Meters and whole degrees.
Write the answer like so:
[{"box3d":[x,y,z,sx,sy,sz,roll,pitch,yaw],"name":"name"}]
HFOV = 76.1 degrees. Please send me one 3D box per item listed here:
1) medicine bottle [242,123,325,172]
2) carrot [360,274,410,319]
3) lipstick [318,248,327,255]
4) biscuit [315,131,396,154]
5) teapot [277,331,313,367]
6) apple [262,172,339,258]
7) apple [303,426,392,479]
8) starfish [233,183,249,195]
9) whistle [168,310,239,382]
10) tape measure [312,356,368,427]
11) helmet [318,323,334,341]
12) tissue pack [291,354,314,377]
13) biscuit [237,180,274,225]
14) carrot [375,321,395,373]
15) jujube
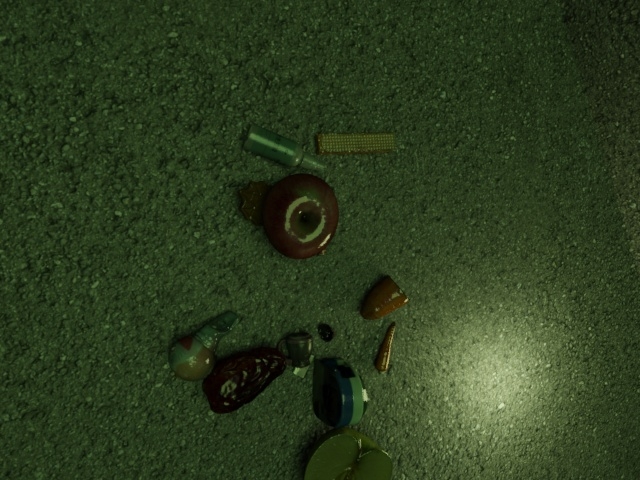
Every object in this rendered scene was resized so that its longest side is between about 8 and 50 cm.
[{"box3d":[-0.144,-0.372,1.719,0.352,0.110,0.110,20,85,-18],"name":"medicine bottle"},{"box3d":[0.284,0.286,1.882,0.225,0.159,0.159,-41,104,-3],"name":"carrot"},{"box3d":[0.000,0.000,1.820,0.039,0.038,0.130,-11,95,-19],"name":"lipstick"},{"box3d":[0.161,-0.442,1.851,0.379,0.054,0.094,-7,93,-19],"name":"biscuit"},{"box3d":[-0.102,0.477,1.758,0.148,0.116,0.145,-5,90,-17],"name":"teapot"},{"box3d":[-0.087,-0.101,1.664,0.345,0.269,0.344,-4,103,-19],"name":"apple"},{"box3d":[0.099,1.015,1.769,0.360,0.320,0.312,-59,146,-2],"name":"apple"},{"box3d":[-0.317,-0.210,1.679,0.086,0.092,0.016,-49,119,-31],"name":"starfish"},{"box3d":[-0.467,0.407,1.609,0.189,0.189,0.347,46,67,-15],"name":"whistle"},{"box3d":[0.085,0.661,1.770,0.138,0.262,0.259,0,93,-29],"name":"tape measure"},{"box3d":[0.032,0.412,1.841,0.065,0.049,0.083,-31,74,18],"name":"helmet"},{"box3d":[-0.078,0.551,1.821,0.056,0.023,0.108,31,82,-15],"name":"tissue pack"},{"box3d":[-0.255,-0.157,1.672,0.215,0.034,0.182,28,81,-51],"name":"biscuit"},{"box3d":[0.313,0.508,1.940,0.061,0.061,0.256,20,83,-19],"name":"carrot"},{"box3d":[-0.304,0.550,1.660,0.342,0.216,0.216,-21,99,-23],"name":"jujube"}]
